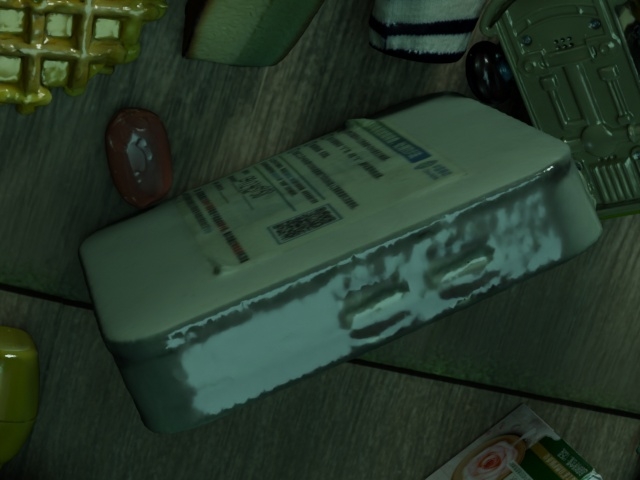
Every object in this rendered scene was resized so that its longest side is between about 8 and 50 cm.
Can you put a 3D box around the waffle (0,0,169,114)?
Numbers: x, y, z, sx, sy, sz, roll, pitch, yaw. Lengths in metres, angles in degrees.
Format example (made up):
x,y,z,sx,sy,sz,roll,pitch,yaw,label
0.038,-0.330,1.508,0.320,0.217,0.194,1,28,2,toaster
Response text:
x,y,z,sx,sy,sz,roll,pitch,yaw,label
-0.271,-0.258,1.426,0.329,0.062,0.329,-3,106,-12,waffle

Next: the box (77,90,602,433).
x,y,z,sx,sy,sz,roll,pitch,yaw,label
0.001,0.001,1.386,0.397,0.396,0.111,-23,107,-6,box

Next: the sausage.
x,y,z,sx,sy,sz,roll,pitch,yaw,label
-0.167,-0.077,1.503,0.059,0.054,0.094,-11,108,-10,sausage

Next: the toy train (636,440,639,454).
x,y,z,sx,sy,sz,roll,pitch,yaw,label
0.445,0.185,1.688,0.159,0.129,0.326,19,99,-24,toy train

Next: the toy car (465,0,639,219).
x,y,z,sx,sy,sz,roll,pitch,yaw,label
0.271,-0.167,1.522,0.204,0.198,0.247,-10,114,34,toy car

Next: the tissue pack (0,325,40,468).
x,y,z,sx,sy,sz,roll,pitch,yaw,label
-0.348,0.141,1.482,0.178,0.123,0.127,8,103,-16,tissue pack

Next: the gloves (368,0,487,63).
x,y,z,sx,sy,sz,roll,pitch,yaw,label
0.107,-0.280,1.478,0.140,0.131,0.218,5,113,-17,gloves

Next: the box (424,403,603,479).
x,y,z,sx,sy,sz,roll,pitch,yaw,label
0.202,0.257,1.607,0.135,0.199,0.081,-37,107,-3,box

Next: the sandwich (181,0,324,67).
x,y,z,sx,sy,sz,roll,pitch,yaw,label
-0.048,-0.245,1.418,0.108,0.186,0.220,11,103,-14,sandwich
